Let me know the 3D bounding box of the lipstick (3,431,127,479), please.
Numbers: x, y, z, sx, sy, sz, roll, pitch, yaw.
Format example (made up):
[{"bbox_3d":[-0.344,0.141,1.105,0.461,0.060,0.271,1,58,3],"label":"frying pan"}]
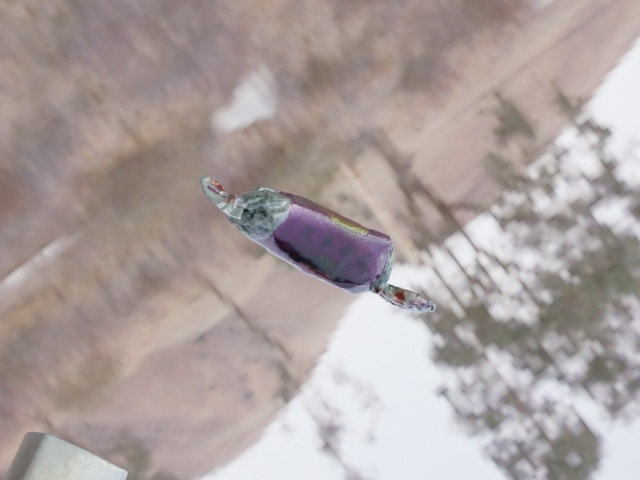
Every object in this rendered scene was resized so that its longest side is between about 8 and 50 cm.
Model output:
[{"bbox_3d":[-0.194,0.237,1.081,0.079,0.077,0.252,-19,-133,67],"label":"lipstick"}]

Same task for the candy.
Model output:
[{"bbox_3d":[0.000,0.000,1.117,0.043,0.175,0.045,-60,-147,5],"label":"candy"}]
